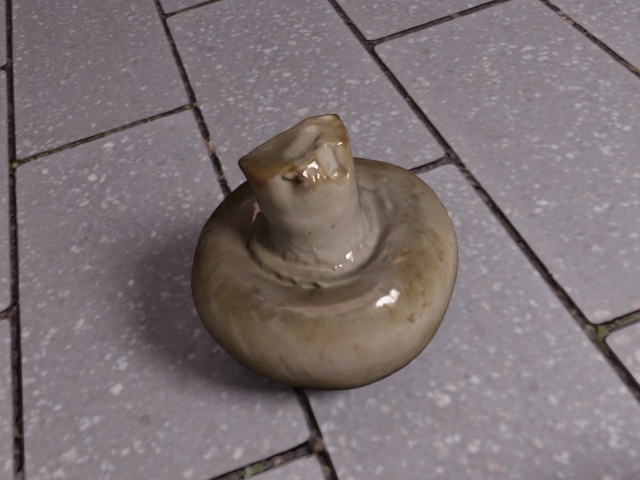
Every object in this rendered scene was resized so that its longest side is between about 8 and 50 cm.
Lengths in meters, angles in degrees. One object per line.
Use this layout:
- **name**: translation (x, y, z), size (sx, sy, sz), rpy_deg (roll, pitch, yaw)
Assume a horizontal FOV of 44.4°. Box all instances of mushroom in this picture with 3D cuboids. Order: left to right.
- **mushroom**: translation (0.000, 0.000, 0.578), size (0.204, 0.204, 0.204), rpy_deg (-8, 43, 7)
